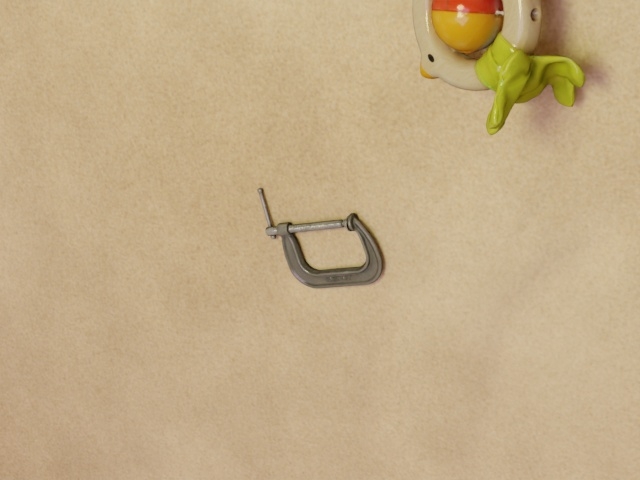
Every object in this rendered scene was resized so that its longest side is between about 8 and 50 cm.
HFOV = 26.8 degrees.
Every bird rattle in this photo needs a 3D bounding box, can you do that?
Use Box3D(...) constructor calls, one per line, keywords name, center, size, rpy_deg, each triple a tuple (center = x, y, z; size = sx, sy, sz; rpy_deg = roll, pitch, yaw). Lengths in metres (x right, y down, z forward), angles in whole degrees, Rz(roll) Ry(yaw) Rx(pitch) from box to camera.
Box3D(name="bird rattle", center=(0.171, -0.240, 1.378), size=(0.207, 0.143, 0.253), rpy_deg=(12, 118, 45))

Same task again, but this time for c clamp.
Box3D(name="c clamp", center=(0.000, 0.000, 1.665), size=(0.160, 0.022, 0.137), rpy_deg=(0, 114, 31))
